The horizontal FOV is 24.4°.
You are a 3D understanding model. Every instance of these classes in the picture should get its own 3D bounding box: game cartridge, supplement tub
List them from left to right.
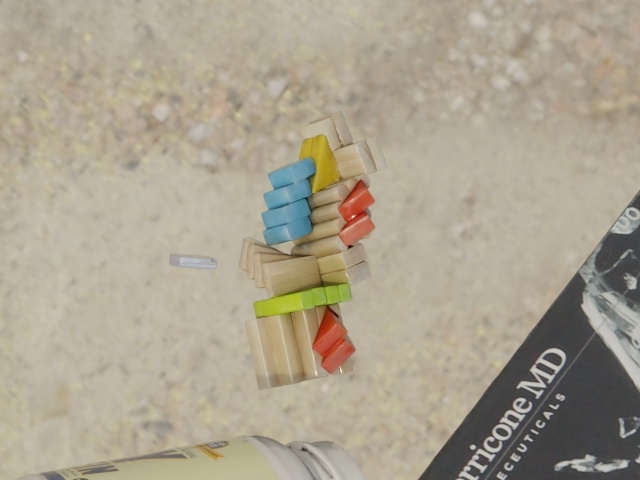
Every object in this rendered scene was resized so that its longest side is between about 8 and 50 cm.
[{"bbox_3d":[-0.124,0.308,1.366,0.325,0.235,0.235,-7,125,-28],"label":"supplement tub"},{"bbox_3d":[-0.167,0.027,1.906,0.056,0.083,0.017,8,91,-13],"label":"game cartridge"}]

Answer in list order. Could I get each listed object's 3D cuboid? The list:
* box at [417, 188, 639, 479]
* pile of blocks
[{"bbox_3d":[0.401,0.210,1.177,0.480,0.472,0.297,-50,146,-20],"label":"box"},{"bbox_3d":[0.000,0.000,1.751,0.149,0.113,0.362,23,65,-39],"label":"pile of blocks"}]
